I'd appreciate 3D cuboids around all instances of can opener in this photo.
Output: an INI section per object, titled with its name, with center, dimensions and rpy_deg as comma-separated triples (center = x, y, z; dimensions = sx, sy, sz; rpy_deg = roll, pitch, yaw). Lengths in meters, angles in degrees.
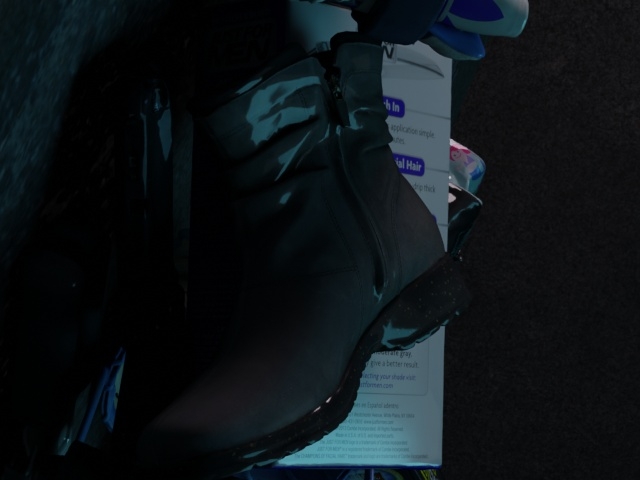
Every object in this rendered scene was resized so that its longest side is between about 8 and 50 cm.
[can opener]
center = -0.169, 0.105, 1.286
dimensions = 0.283, 0.095, 0.076
rpy_deg = 106, 11, -47

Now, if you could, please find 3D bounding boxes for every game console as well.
[game console]
center = -0.119, 0.036, 1.256
dimensions = 0.213, 0.044, 0.361
rpy_deg = -92, -176, -64

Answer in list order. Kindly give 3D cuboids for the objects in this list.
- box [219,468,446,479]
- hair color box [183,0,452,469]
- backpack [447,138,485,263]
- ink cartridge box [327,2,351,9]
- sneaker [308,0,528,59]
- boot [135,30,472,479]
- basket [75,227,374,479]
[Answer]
[box]
center = -0.026, 0.239, 1.724
dimensions = 0.216, 0.270, 0.060
rpy_deg = 62, 21, -57
[hair color box]
center = 0.000, 0.000, 1.361
dimensions = 0.185, 0.110, 0.339
rpy_deg = 8, 84, -45
[backpack]
center = 0.043, -0.023, 1.878
dimensions = 0.191, 0.225, 0.253
rpy_deg = -56, 172, -29
[ink cartridge box]
center = 0.017, -0.208, 1.533
dimensions = 0.067, 0.115, 0.198
rpy_deg = -64, 173, -8
[sneaker]
center = 0.025, -0.196, 1.174
dimensions = 0.323, 0.236, 0.130
rpy_deg = -42, 155, -72
[boot]
center = -0.041, 0.003, 1.181
dimensions = 0.338, 0.118, 0.222
rpy_deg = -39, 111, -52
[basket]
center = -0.073, 0.141, 1.517
dimensions = 0.201, 0.255, 0.289
rpy_deg = 113, -12, -52
